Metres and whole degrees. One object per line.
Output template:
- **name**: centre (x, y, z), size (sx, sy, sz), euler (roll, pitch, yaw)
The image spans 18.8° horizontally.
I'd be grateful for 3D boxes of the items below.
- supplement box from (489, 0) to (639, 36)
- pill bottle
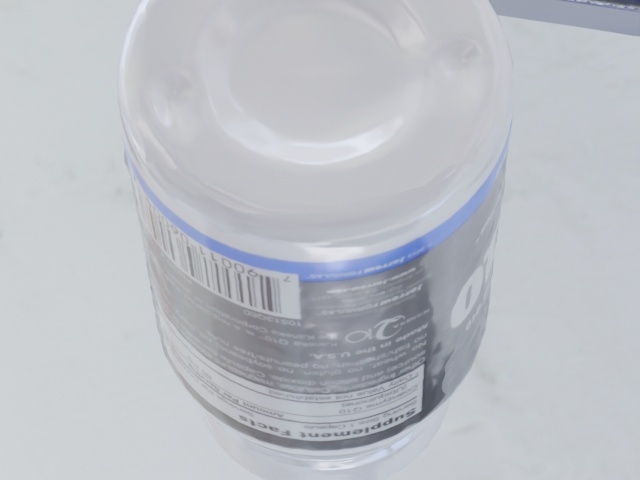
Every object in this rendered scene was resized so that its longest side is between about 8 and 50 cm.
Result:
- **supplement box**: centre (0.100, -0.268, 0.758), size (0.195, 0.194, 0.356), euler (9, -86, 5)
- **pill bottle**: centre (0.000, 0.000, 0.424), size (0.078, 0.078, 0.137), euler (35, -23, 18)
